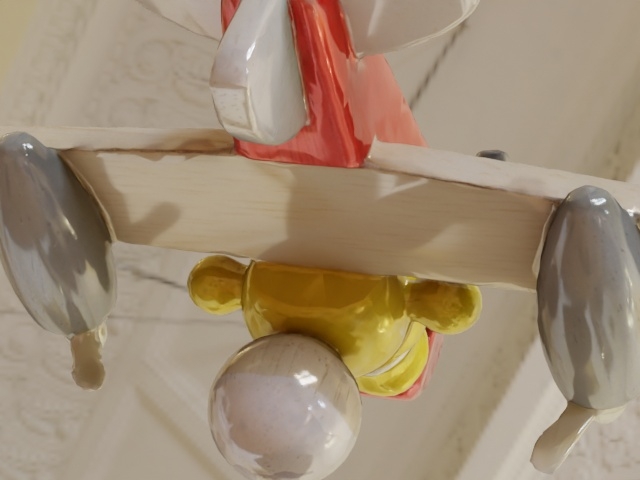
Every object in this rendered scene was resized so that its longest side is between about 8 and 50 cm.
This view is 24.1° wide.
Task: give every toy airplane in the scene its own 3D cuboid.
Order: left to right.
[{"bbox_3d":[0.000,0.000,0.839,0.386,0.384,0.272,-19,-127,56],"label":"toy airplane"}]
